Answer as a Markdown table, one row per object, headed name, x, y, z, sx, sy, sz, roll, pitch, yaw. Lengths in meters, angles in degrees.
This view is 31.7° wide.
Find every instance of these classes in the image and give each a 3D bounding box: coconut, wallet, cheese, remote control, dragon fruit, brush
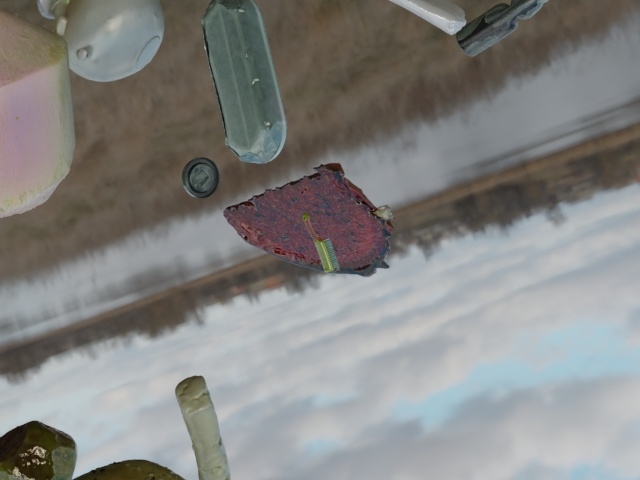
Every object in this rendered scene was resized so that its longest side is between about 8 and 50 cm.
| name | x | y | z | sx | sy | sz | roll | pitch | yaw |
| --- | --- | --- | --- | --- | --- | --- | --- | --- | --- |
| coconut | -0.413 | -0.168 | 1.348 | 0.233 | 0.245 | 0.233 | -1 | -154 | 0 |
| wallet | 0.150 | -0.392 | 1.824 | 0.033 | 0.190 | 0.095 | -63 | 180 | 29 |
| cheese | -0.138 | 0.239 | 1.360 | 0.043 | 0.065 | 0.194 | -19 | 135 | -14 |
| remote control | -0.111 | -0.230 | 1.600 | 0.052 | 0.247 | 0.104 | -9 | 172 | -45 |
| dragon fruit | 0.004 | -0.037 | 2.130 | 0.343 | 0.282 | 0.100 | -18 | -145 | 46 |
| brush | 0.000 | 0.000 | 1.462 | 0.021 | 0.083 | 0.018 | -27 | -174 | -26 |

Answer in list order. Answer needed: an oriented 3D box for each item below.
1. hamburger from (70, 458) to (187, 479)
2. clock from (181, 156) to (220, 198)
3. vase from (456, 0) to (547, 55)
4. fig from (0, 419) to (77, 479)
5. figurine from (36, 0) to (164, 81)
| name | x | y | z | sx | sy | sz | roll | pitch | yaw |
| --- | --- | --- | --- | --- | --- | --- | --- | --- | --- |
| hamburger | -0.313 | 0.421 | 1.606 | 0.288 | 0.192 | 0.168 | -47 | 180 | -39 |
| clock | -0.244 | -0.128 | 2.289 | 0.085 | 0.085 | 0.017 | -20 | -164 | -35 |
| vase | 0.349 | -0.417 | 2.088 | 0.211 | 0.060 | 0.060 | -30 | 174 | 36 |
| fig | -0.495 | 0.402 | 1.974 | 0.144 | 0.166 | 0.154 | -28 | 163 | 39 |
| figurine | -0.444 | -0.475 | 2.001 | 0.274 | 0.394 | 0.226 | -53 | 176 | 35 |
